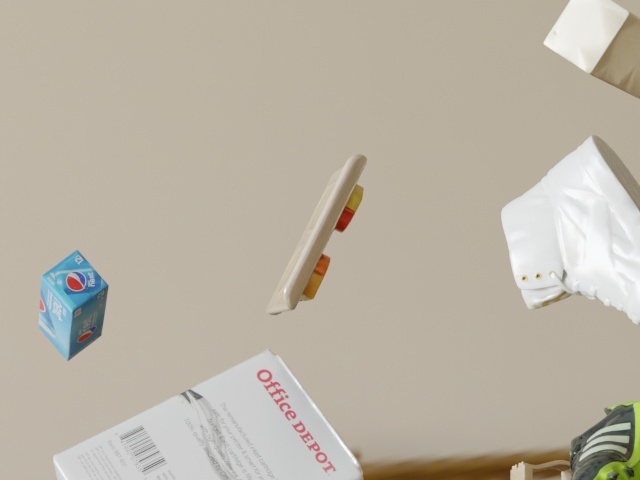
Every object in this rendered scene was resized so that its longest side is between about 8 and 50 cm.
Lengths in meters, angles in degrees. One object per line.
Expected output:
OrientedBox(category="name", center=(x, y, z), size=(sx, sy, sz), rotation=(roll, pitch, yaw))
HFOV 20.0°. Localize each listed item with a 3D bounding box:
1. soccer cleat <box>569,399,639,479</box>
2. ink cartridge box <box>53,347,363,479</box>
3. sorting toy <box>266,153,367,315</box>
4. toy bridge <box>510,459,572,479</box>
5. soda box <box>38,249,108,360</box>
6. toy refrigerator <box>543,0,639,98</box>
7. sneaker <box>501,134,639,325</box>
OrientedBox(category="soccer cleat", center=(0.223, 0.182, 1.430), size=(0.072, 0.060, 0.179), rotation=(-7, 20, 35))
OrientedBox(category="ink cartridge box", center=(-0.132, 0.303, 2.189), size=(0.307, 0.223, 0.129), rotation=(-26, -35, -19))
OrientedBox(category="sorting toy", center=(0.000, 0.000, 2.118), size=(0.038, 0.193, 0.208), rotation=(27, -8, -3))
OrientedBox(category="toy bridge", center=(0.307, 0.304, 2.207), size=(0.188, 0.063, 0.026), rotation=(25, -39, -29))
OrientedBox(category="soda box", center=(-0.352, 0.095, 2.574), size=(0.067, 0.071, 0.210), rotation=(-38, -12, -22))
OrientedBox(category="toy refrigerator", center=(0.416, -0.282, 2.592), size=(0.102, 0.094, 0.269), rotation=(-58, -25, 12))
OrientedBox(category="sneaker", center=(0.311, 0.049, 1.980), size=(0.169, 0.292, 0.108), rotation=(-37, -26, 20))
